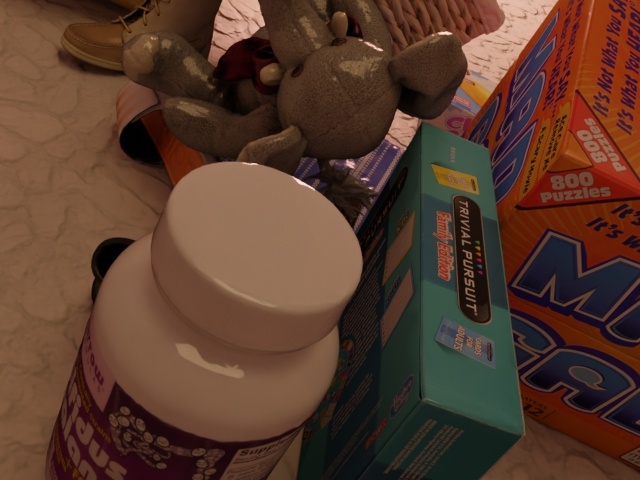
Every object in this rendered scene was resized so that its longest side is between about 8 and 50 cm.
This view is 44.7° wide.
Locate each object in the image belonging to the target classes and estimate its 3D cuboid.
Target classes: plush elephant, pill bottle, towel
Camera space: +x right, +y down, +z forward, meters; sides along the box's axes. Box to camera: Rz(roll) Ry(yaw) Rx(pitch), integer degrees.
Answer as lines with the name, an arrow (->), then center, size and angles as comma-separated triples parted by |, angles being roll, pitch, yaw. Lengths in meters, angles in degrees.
plush elephant -> -0.016, -0.163, 0.776 | 0.272, 0.255, 0.330 | -34, 95, -12
pill bottle -> -0.088, 0.095, 0.555 | 0.169, 0.301, 0.169 | 17, 40, -15
towel -> -0.005, -0.123, 1.058 | 0.336, 0.040, 0.243 | 31, 39, 2

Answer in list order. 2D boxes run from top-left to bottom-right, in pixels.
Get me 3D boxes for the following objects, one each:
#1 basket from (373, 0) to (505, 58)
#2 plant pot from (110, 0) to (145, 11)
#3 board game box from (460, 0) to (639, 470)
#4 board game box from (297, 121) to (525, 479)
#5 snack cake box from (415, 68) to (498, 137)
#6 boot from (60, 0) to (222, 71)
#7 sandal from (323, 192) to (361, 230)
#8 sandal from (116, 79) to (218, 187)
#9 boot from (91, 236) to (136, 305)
basket -> 0.031, -0.413, 1.076 | 0.331, 0.266, 0.328 | 54, 7, -37
plant pot -> -0.280, -0.443, 1.097 | 0.239, 0.254, 0.254 | 32, 36, -23
board game box -> 0.342, -0.021, 0.853 | 0.357, 0.356, 0.356 | 26, 52, -4
board game box -> 0.068, 0.092, 0.693 | 0.079, 0.253, 0.336 | 21, 39, -10
snack cake box -> 0.292, -0.172, 1.255 | 0.264, 0.089, 0.152 | 25, 40, -6
boot -> -0.223, -0.306, 1.021 | 0.213, 0.165, 0.077 | -6, 50, -38
sandal -> 0.000, 0.000, 0.915 | 0.072, 0.049, 0.180 | 20, 41, 11
sandal -> -0.186, -0.122, 0.894 | 0.076, 0.102, 0.265 | -3, 51, -38
boot -> -0.086, 0.053, 0.707 | 0.247, 0.161, 0.083 | 8, 77, -19
